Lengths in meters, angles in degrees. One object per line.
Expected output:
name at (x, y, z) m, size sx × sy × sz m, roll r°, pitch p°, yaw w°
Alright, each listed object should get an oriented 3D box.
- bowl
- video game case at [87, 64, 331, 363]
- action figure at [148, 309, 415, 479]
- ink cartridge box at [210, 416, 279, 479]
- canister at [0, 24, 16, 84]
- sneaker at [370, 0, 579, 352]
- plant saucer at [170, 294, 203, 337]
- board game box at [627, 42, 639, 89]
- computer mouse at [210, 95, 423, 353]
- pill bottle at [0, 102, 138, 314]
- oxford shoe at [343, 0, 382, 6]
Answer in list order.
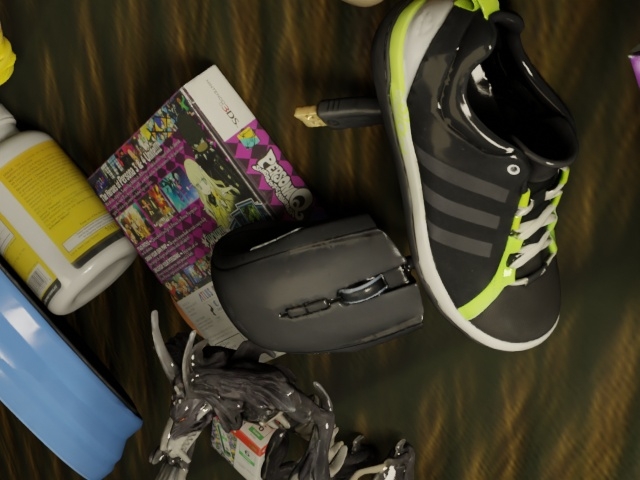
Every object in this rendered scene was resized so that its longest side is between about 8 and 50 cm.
bowl at (-0.312, 0.060, 1.354) m, size 0.391 × 0.077 × 0.391 m, roll 48°, pitch 172°, yaw 8°
video game case at (-0.073, -0.005, 1.097) m, size 0.210 × 0.042 × 0.232 m, roll 52°, pitch 151°, yaw -4°
action figure at (-0.042, 0.160, 1.059) m, size 0.164 × 0.141 × 0.276 m, roll 10°, pitch 160°, yaw 45°
ink cartridge box at (-0.069, 0.174, 1.309) m, size 0.063 × 0.029 × 0.115 m, roll 40°, pitch 150°, yaw 20°
canister at (-0.325, -0.218, 1.182) m, size 0.126 × 0.073 × 0.170 m, roll 33°, pitch 145°, yaw 29°
sneaker at (0.098, -0.031, 0.784) m, size 0.097 × 0.084 × 0.234 m, roll 10°, pitch 131°, yaw 49°
plant saucer at (-0.105, 0.059, 1.246) m, size 0.083 × 0.013 × 0.083 m, roll 36°, pitch 148°, yaw 27°
board game box at (0.251, 0.016, 0.559) m, size 0.142 × 0.144 × 0.275 m, roll 10°, pitch 130°, yaw 51°
computer mouse at (0.000, 0.000, 0.927) m, size 0.262 × 0.060 × 0.184 m, roll -3°, pitch 120°, yaw 39°
pill bottle at (-0.253, -0.031, 1.260) m, size 0.184 × 0.103 × 0.103 m, roll 49°, pitch 151°, yaw 5°
oxford shoe at (-0.099, -0.226, 0.763) m, size 0.348 × 0.130 × 0.123 m, roll 39°, pitch 158°, yaw 0°
